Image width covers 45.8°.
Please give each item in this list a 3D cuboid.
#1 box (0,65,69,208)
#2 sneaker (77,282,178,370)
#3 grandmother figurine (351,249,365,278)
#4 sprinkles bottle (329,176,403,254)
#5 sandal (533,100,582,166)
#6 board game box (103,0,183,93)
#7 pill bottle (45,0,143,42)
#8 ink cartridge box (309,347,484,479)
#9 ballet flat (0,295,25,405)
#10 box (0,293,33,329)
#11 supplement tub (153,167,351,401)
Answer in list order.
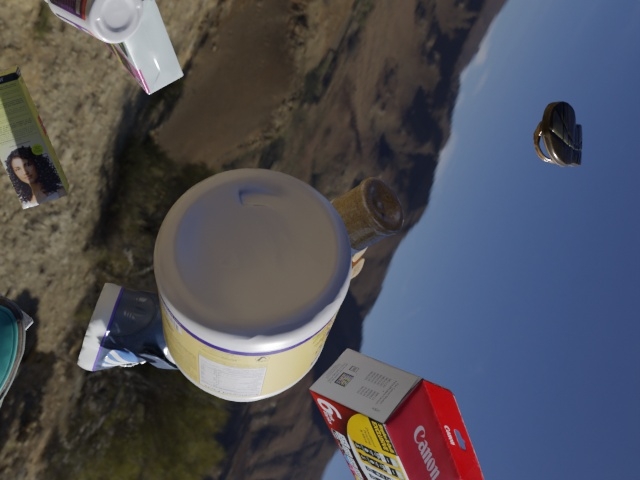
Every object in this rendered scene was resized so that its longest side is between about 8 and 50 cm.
[{"bbox_3d":[-0.520,-0.177,1.318,0.058,0.087,0.232,-119,-169,-63],"label":"box"},{"bbox_3d":[-0.295,0.186,1.355,0.323,0.236,0.130,131,-24,-60],"label":"sneaker"},{"bbox_3d":[-0.045,-0.023,1.931,0.104,0.342,0.208,-31,146,-53],"label":"grandmother figurine"},{"bbox_3d":[0.000,0.000,1.528,0.355,0.121,0.121,-30,-158,38],"label":"sprinkles bottle"},{"bbox_3d":[0.361,-0.158,1.166,0.219,0.060,0.090,-3,97,-63],"label":"sandal"},{"bbox_3d":[-0.429,-0.486,1.598,0.097,0.303,0.224,-33,150,-13],"label":"board game box"},{"bbox_3d":[-0.407,-0.423,1.320,0.108,0.193,0.108,-33,140,-34],"label":"pill bottle"},{"bbox_3d":[0.158,0.396,1.495,0.130,0.271,0.309,-43,125,-29],"label":"ink cartridge box"},{"bbox_3d":[-0.316,0.137,0.672,0.068,0.072,0.213,-130,-119,-72],"label":"ballet flat"},{"bbox_3d":[-0.441,0.140,0.898,0.170,0.091,0.130,-54,-168,-29],"label":"box"},{"bbox_3d":[-0.098,0.080,1.034,0.331,0.241,0.241,107,9,-63],"label":"supplement tub"}]
